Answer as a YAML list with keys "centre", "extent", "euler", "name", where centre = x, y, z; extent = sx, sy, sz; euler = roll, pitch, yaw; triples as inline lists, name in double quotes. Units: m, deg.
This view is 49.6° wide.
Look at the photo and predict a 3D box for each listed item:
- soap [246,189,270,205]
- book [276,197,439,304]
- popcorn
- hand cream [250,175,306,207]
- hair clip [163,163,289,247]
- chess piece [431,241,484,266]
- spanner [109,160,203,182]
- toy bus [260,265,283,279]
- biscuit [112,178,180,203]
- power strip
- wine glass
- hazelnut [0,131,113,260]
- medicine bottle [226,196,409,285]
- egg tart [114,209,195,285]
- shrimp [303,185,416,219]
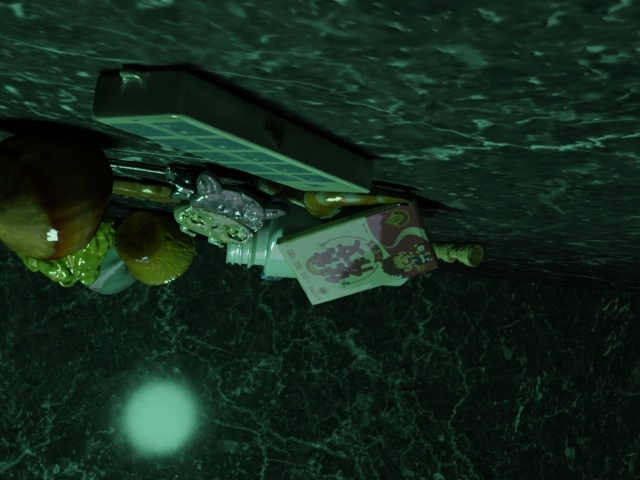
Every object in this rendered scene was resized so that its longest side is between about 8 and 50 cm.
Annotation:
- centre: [-0.143, -0.071, 1.277]
  extent: [0.089, 0.033, 0.168]
  euler: [5, 174, 19]
  name: "soap"
- centre: [0.064, 0.022, 1.134]
  extent: [0.231, 0.022, 0.162]
  euler: [-18, 130, 12]
  name: "book"
- centre: [-0.645, -0.006, 1.771]
  extent: [0.250, 0.235, 0.241]
  euler: [-13, 146, 40]
  name: "popcorn"
- centre: [-0.060, -0.079, 1.073]
  extent: [0.102, 0.035, 0.022]
  euler: [14, 166, -28]
  name: "hand cream"
- centre: [-0.162, -0.050, 1.068]
  extent: [0.187, 0.056, 0.146]
  euler: [32, 133, -23]
  name: "hair clip"
- centre: [0.333, 0.031, 1.767]
  extent: [0.060, 0.060, 0.172]
  euler: [10, 179, -36]
  name: "chess piece"
- centre: [-0.292, -0.113, 1.078]
  extent: [0.254, 0.015, 0.054]
  euler: [8, 176, -12]
  name: "spanner"
- centre: [-0.086, 0.000, 1.368]
  extent: [0.051, 0.153, 0.061]
  euler: [7, 170, -18]
  name: "toy bus"
- centre: [-0.328, -0.095, 1.315]
  extent: [0.183, 0.027, 0.133]
  euler: [8, 177, 13]
  name: "biscuit"
- centre: [-0.062, -0.097, 0.709]
  extent: [0.106, 0.043, 0.367]
  euler: [5, 176, 32]
  name: "power strip"
- centre: [-0.611, 0.041, 2.247]
  extent: [0.267, 0.267, 0.406]
  euler: [10, 171, -38]
  name: "wine glass"
- centre: [-0.361, -0.067, 0.909]
  extent: [0.182, 0.182, 0.182]
  euler: [7, 176, 0]
  name: "hazelnut"
- centre: [0.000, 0.000, 1.213]
  extent: [0.324, 0.124, 0.179]
  euler: [3, 150, -8]
  name: "medicine bottle"
- centre: [-0.468, 0.009, 1.939]
  extent: [0.215, 0.215, 0.171]
  euler: [6, 161, 14]
  name: "egg tart"
- centre: [0.057, -0.063, 1.046]
  extent: [0.166, 0.049, 0.161]
  euler: [-1, 174, 2]
  name: "shrimp"
